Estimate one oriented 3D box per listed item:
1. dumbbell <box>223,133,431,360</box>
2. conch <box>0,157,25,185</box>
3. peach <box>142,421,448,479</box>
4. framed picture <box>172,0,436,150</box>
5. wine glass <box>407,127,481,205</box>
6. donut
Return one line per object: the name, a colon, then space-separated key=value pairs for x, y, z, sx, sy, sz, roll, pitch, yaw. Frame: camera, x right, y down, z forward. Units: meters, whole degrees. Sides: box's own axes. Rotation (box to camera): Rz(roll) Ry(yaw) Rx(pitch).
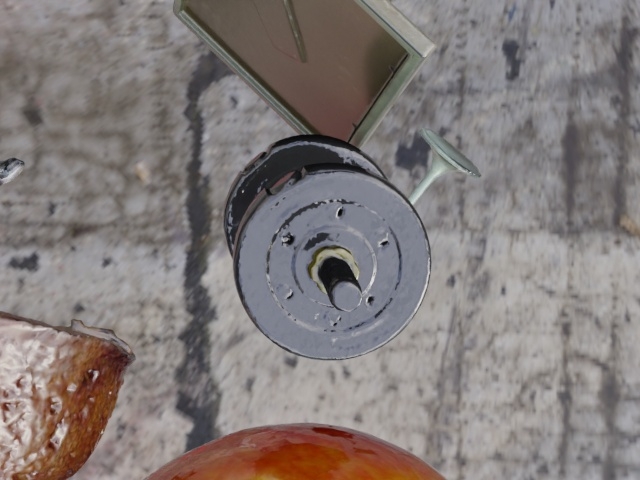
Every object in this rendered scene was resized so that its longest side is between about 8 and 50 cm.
dumbbell: x=0.000 y=0.000 z=1.122 sx=0.143 sy=0.325 sz=0.143 roll=-1 pitch=102 yaw=-6
conch: x=-0.467 y=-0.071 z=1.503 sx=0.313 sy=0.186 sz=0.240 roll=12 pitch=120 yaw=-11
peach: x=-0.030 y=0.333 z=1.180 sx=0.388 sy=0.388 sz=0.388 roll=3 pitch=107 yaw=8
framed picture: x=-0.027 y=-0.168 z=1.156 sx=0.211 sy=0.289 sz=0.020 roll=43 pitch=73 yaw=2
wine glass: x=0.069 y=-0.013 z=1.456 sx=0.079 sy=0.079 sz=0.195 roll=39 pitch=105 yaw=-4
donut: x=-0.199 y=0.094 z=0.907 sx=0.144 sy=0.186 sz=0.126 roll=14 pitch=88 yaw=-1
